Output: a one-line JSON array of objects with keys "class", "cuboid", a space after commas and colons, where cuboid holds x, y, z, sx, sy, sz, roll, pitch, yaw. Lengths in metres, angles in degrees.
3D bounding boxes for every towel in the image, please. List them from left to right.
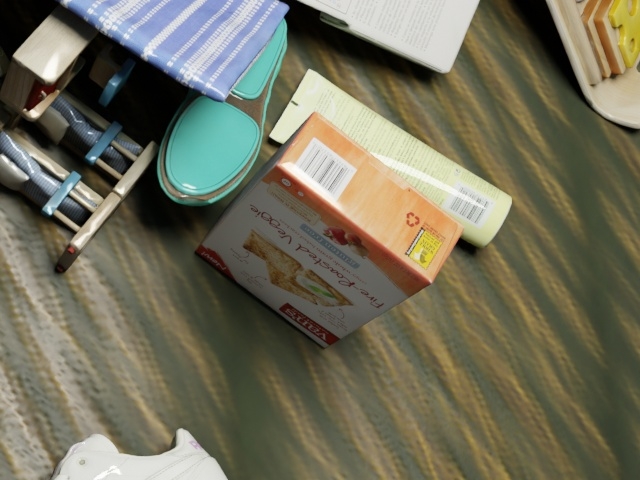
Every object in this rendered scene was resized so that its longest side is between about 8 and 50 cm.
[{"class": "towel", "cuboid": [-0.189, -0.252, 1.072, 0.336, 0.040, 0.243, 34, 27, -5]}]

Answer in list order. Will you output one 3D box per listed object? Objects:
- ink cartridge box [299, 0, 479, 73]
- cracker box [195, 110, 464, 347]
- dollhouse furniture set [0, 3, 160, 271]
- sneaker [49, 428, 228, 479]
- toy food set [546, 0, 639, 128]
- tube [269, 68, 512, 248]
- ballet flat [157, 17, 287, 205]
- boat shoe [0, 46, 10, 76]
[{"class": "ink cartridge box", "cuboid": [0.074, -0.343, 1.227, 0.261, 0.066, 0.296, 19, 96, -36]}, {"class": "cracker box", "cuboid": [0.000, 0.000, 1.100, 0.156, 0.232, 0.067, 37, 64, -7]}, {"class": "dollhouse furniture set", "cuboid": [-0.213, -0.082, 1.069, 0.129, 0.184, 0.129, 37, 63, -6]}, {"class": "sneaker", "cuboid": [-0.206, 0.246, 1.016, 0.305, 0.114, 0.152, -17, 65, -31]}, {"class": "toy food set", "cuboid": [0.329, -0.297, 1.347, 0.219, 0.092, 0.306, -60, 138, -27]}, {"class": "tube", "cuboid": [0.073, -0.077, 1.262, 0.240, 0.062, 0.070, 30, 20, -5]}, {"class": "ballet flat", "cuboid": [-0.093, -0.112, 1.180, 0.083, 0.087, 0.247, 28, 54, -12]}, {"class": "boat shoe", "cuboid": [-0.323, -0.201, 1.146, 0.045, 0.050, 0.135, -28, 94, -31]}]
